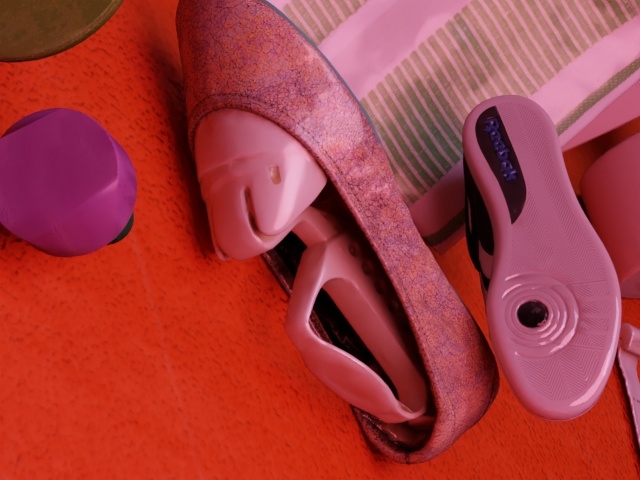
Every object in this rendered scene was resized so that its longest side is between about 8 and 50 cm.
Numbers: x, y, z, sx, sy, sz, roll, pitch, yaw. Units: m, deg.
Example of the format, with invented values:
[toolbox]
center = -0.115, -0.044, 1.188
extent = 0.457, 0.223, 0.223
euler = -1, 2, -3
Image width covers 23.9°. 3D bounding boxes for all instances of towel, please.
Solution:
[towel]
center = 0.071, -0.178, 0.987
extent = 0.325, 0.248, 0.038
euler = 51, -6, -25

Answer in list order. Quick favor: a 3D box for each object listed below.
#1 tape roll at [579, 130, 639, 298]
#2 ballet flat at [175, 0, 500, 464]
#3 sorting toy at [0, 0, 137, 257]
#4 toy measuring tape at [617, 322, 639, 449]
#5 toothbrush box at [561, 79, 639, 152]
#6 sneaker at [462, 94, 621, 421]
[tape roll]
center = 0.358, -0.045, 1.219
extent = 0.286, 0.286, 0.100
euler = 4, 66, -53
[ballet flat]
center = 0.000, 0.000, 0.868
extent = 0.316, 0.107, 0.106
euler = 54, 48, -14
[sorting toy]
center = -0.145, -0.159, 0.798
extent = 0.126, 0.127, 0.366
euler = 56, 21, -74
[toy measuring tape]
center = 0.304, 0.205, 1.137
extent = 0.121, 0.121, 0.330
euler = 22, 52, -46
[toothbrush box]
center = 0.157, -0.218, 1.126
extent = 0.283, 0.206, 0.122
euler = 48, 36, -22
[sneaker]
center = 0.137, 0.027, 0.947
extent = 0.121, 0.079, 0.217
euler = 78, 4, -61
